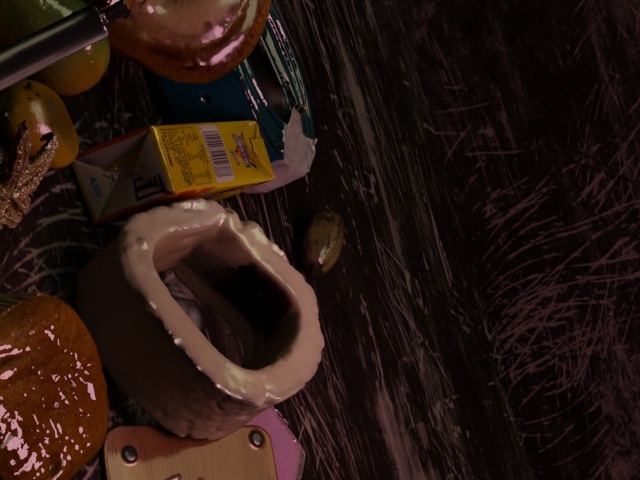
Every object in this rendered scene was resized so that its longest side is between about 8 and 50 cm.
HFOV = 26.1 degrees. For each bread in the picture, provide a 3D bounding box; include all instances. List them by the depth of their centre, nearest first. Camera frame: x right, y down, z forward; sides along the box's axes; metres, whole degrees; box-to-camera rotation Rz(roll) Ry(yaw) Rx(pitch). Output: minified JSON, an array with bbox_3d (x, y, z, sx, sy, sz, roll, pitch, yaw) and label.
[{"bbox_3d":[-0.355,0.176,1.563,0.253,0.142,0.227,-26,104,-70],"label":"bread"}]

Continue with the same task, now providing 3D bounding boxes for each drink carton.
[{"bbox_3d":[-0.216,-0.108,2.095,0.351,0.154,0.111,-17,89,-68],"label":"drink carton"}]

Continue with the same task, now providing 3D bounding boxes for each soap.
[{"bbox_3d":[-0.110,0.363,2.052,0.181,0.081,0.259,54,28,-30],"label":"soap"}]

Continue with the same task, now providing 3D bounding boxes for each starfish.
[{"bbox_3d":[-0.390,-0.054,1.693,0.227,0.043,0.240,104,9,-63],"label":"starfish"}]

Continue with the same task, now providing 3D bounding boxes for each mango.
[{"bbox_3d":[-0.391,-0.293,1.850,0.251,0.156,0.114,38,62,-35],"label":"mango"},{"bbox_3d":[-0.377,-0.154,1.869,0.161,0.076,0.103,52,26,-56],"label":"mango"}]

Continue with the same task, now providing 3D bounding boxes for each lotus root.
[{"bbox_3d":[0.000,0.000,2.607,0.179,0.080,0.089,-69,158,-51],"label":"lotus root"}]

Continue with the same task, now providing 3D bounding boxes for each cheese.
[{"bbox_3d":[-0.167,0.100,1.920,0.332,0.153,0.292,49,39,-8],"label":"cheese"}]

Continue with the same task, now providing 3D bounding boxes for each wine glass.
[{"bbox_3d":[-0.208,0.165,2.005,0.072,0.072,0.155,46,33,-46],"label":"wine glass"}]

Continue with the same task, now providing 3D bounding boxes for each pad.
[{"bbox_3d":[-0.160,0.388,1.860,0.284,0.018,0.287,6,64,-39],"label":"pad"}]

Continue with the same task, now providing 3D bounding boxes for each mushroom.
[{"bbox_3d":[-0.228,-0.389,2.051,0.259,0.345,0.345,160,-90,-74],"label":"mushroom"}]

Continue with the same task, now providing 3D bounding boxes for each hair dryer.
[{"bbox_3d":[-0.414,-0.271,1.676,0.284,0.155,0.320,-47,128,-19],"label":"hair dryer"}]

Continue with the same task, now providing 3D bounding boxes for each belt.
[{"bbox_3d":[-0.155,-0.290,2.364,0.437,0.173,0.300,63,24,-19],"label":"belt"}]
